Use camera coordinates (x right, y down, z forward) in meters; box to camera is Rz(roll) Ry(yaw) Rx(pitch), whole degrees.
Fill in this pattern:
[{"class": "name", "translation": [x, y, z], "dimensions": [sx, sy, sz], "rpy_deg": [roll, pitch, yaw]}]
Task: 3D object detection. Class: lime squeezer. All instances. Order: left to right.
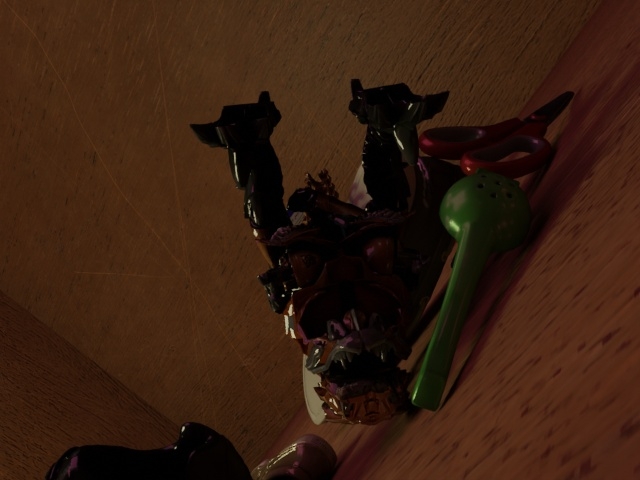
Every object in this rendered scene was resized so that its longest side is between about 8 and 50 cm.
[{"class": "lime squeezer", "translation": [0.110, 0.005, 0.475], "dimensions": [0.310, 0.059, 0.109], "rpy_deg": [-38, -49, -73]}]

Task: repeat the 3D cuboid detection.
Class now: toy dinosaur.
[{"class": "toy dinosaur", "translation": [0.000, 0.000, 0.528], "dimensions": [0.164, 0.218, 0.322], "rpy_deg": [-17, 24, -21]}]

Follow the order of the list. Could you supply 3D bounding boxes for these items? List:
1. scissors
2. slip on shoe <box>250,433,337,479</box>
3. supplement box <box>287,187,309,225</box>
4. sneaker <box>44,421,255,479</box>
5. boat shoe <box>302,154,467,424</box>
[{"class": "scissors", "translation": [0.213, -0.107, 0.672], "dimensions": [0.297, 0.109, 0.021], "rpy_deg": [-20, -58, -39]}, {"class": "slip on shoe", "translation": [-0.033, 0.209, 0.579], "dimensions": [0.135, 0.051, 0.041], "rpy_deg": [-49, -3, 41]}, {"class": "supplement box", "translation": [0.037, 0.035, 1.015], "dimensions": [0.114, 0.220, 0.111], "rpy_deg": [-56, -6, 0]}, {"class": "sneaker", "translation": [-0.182, 0.212, 0.497], "dimensions": [0.286, 0.109, 0.130], "rpy_deg": [-23, -56, -10]}, {"class": "boat shoe", "translation": [0.057, 0.058, 0.677], "dimensions": [0.109, 0.091, 0.304], "rpy_deg": [56, 136, 52]}]
